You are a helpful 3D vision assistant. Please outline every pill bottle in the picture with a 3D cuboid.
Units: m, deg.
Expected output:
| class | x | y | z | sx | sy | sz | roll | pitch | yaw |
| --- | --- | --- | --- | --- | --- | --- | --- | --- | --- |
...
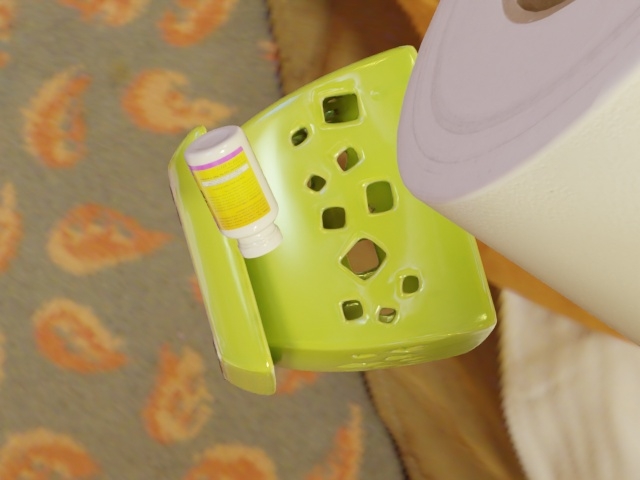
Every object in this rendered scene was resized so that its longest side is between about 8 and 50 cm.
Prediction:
| class | x | y | z | sx | sy | sz | roll | pitch | yaw |
| --- | --- | --- | --- | --- | --- | --- | --- | --- | --- |
| pill bottle | -0.055 | -0.031 | 1.297 | 0.043 | 0.043 | 0.083 | -31 | 112 | -16 |

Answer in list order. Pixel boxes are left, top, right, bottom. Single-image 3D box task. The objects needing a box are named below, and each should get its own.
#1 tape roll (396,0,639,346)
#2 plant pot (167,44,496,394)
| class | x | y | z | sx | sy | sz | roll | pitch | yaw |
| --- | --- | --- | --- | --- | --- | --- | --- | --- | --- |
| tape roll | 0.158 | -0.070 | 0.558 | 0.169 | 0.246 | 0.246 | 33 | 86 | -13 |
| plant pot | 0.000 | 0.000 | 1.539 | 0.207 | 0.228 | 0.227 | -16 | 81 | -3 |
